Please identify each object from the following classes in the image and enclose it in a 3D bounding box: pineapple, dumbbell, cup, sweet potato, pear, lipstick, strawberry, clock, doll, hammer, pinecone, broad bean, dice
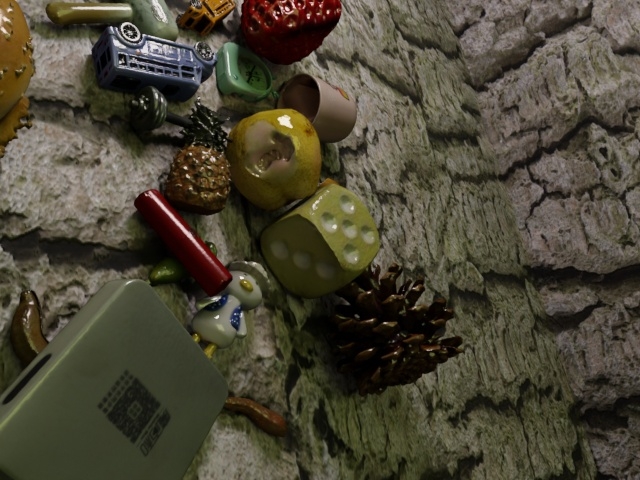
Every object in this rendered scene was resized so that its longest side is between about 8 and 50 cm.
[{"bbox_3d":[-0.282,-0.204,1.204,0.157,0.157,0.279,17,75,-39],"label":"pineapple"},{"bbox_3d":[-0.359,-0.302,1.251,0.254,0.110,0.110,10,64,-49],"label":"dumbbell"},{"bbox_3d":[-0.021,-0.430,1.610,0.200,0.192,0.253,2,37,-48],"label":"cup"},{"bbox_3d":[-0.158,0.397,1.153,0.214,0.050,0.050,36,49,-23],"label":"sweet potato"},{"bbox_3d":[-0.120,-0.213,1.333,0.271,0.271,0.271,22,57,-37],"label":"pear"},{"bbox_3d":[-0.307,0.002,1.117,0.280,0.073,0.073,48,41,8],"label":"lipstick"},{"bbox_3d":[-0.117,-0.672,1.487,0.345,0.317,0.296,-57,143,-56],"label":"strawberry"},{"bbox_3d":[-0.212,-0.490,1.510,0.210,0.066,0.160,12,63,-42],"label":"clock"},{"bbox_3d":[-0.209,0.152,1.165,0.138,0.119,0.293,33,46,0],"label":"doll"},{"bbox_3d":[-0.510,-0.551,1.217,0.305,0.113,0.202,-31,91,-43],"label":"hammer"},{"bbox_3d":[-0.495,0.201,0.896,0.233,0.062,0.081,59,23,-2],"label":"sweet potato"},{"bbox_3d":[0.183,0.222,1.387,0.384,0.384,0.385,22,57,-37],"label":"pinecone"},{"bbox_3d":[-0.317,0.060,1.150,0.213,0.048,0.070,-32,94,-49],"label":"broad bean"},{"bbox_3d":[0.000,0.000,1.359,0.233,0.238,0.227,56,43,-10],"label":"dice"}]

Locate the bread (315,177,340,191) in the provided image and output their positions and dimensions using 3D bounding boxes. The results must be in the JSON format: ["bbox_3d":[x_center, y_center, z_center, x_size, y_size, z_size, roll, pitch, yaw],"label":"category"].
[{"bbox_3d":[0.021,-0.175,1.607,0.103,0.049,0.062,22,57,-39],"label":"bread"}]

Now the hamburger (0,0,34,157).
[{"bbox_3d":[-0.653,-0.241,0.806,0.445,0.268,0.287,-36,102,-49],"label":"hamburger"}]

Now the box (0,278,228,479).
[{"bbox_3d":[-0.356,0.310,0.905,0.373,0.090,0.367,64,39,-31],"label":"box"}]

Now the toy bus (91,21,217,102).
[{"bbox_3d":[-0.399,-0.429,1.247,0.292,0.125,0.133,-3,79,-44],"label":"toy bus"}]

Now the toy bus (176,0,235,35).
[{"bbox_3d":[-0.331,-0.666,1.461,0.088,0.083,0.195,47,44,-20],"label":"toy bus"}]
